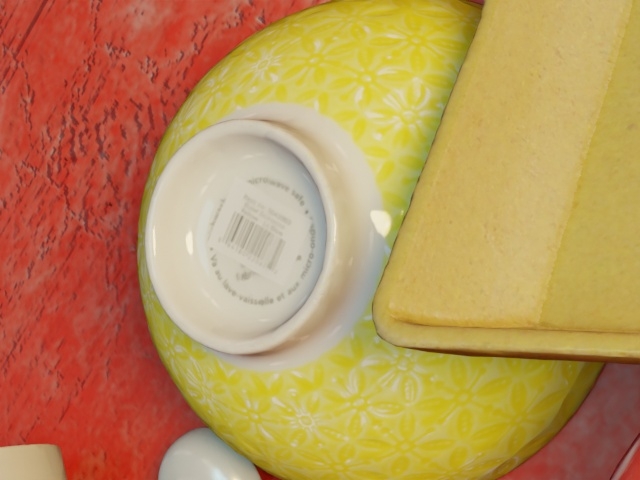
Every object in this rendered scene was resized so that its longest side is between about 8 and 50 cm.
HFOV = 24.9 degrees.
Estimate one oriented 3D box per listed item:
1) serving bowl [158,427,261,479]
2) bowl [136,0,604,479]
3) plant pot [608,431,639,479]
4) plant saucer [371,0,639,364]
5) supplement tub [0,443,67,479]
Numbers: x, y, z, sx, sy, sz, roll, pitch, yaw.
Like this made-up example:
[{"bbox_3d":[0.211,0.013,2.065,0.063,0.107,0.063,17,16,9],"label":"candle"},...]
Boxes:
[{"bbox_3d":[-0.069,0.155,0.857,0.083,0.027,0.083,16,115,39],"label":"serving bowl"},{"bbox_3d":[0.000,0.000,0.762,0.289,0.156,0.289,-2,86,33],"label":"bowl"},{"bbox_3d":[0.214,0.142,0.600,0.174,0.191,0.191,34,105,32],"label":"plant pot"},{"bbox_3d":[0.224,-0.069,0.601,0.333,0.081,0.332,1,53,33],"label":"plant saucer"},{"bbox_3d":[-0.218,0.292,0.840,0.228,0.228,0.316,-19,78,30],"label":"supplement tub"}]
